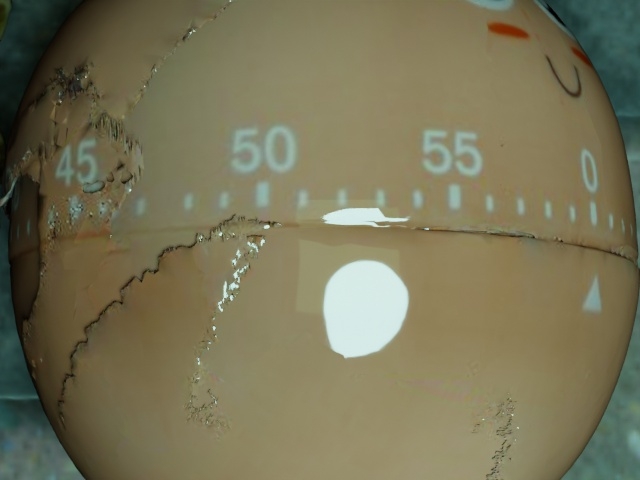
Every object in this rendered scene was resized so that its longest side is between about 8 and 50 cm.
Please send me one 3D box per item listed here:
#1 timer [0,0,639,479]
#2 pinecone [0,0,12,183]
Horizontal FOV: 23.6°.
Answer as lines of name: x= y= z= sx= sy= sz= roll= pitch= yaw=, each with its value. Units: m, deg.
timer: x=0.000 y=0.000 z=0.561 sx=0.229 sy=0.229 sz=0.215 roll=-5 pitch=83 yaw=-9
pinecone: x=-0.206 y=-0.015 z=0.562 sx=0.185 sy=0.168 sz=0.212 roll=-7 pitch=76 yaw=5
